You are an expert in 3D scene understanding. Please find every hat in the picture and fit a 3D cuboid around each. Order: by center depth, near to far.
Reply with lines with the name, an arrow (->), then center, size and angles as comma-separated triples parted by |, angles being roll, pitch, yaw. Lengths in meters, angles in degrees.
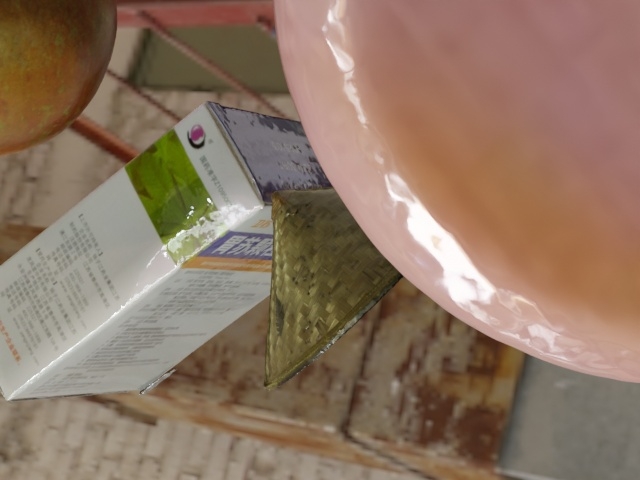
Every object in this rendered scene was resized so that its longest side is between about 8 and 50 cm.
hat -> 0.000, 0.000, 0.790 | 0.067, 0.146, 0.146 | 44, -125, -5

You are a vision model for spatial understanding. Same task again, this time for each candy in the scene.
candy -> 0.102, -0.088, 0.456 | 0.094, 0.255, 0.255 | -95, -3, -74

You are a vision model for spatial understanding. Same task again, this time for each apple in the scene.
apple -> -0.262, -0.158, 1.111 | 0.237, 0.237, 0.207 | -46, -11, -38

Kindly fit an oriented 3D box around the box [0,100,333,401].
box -> -0.130, 0.016, 1.368 | 0.106, 0.299, 0.200 | 59, -158, 17
